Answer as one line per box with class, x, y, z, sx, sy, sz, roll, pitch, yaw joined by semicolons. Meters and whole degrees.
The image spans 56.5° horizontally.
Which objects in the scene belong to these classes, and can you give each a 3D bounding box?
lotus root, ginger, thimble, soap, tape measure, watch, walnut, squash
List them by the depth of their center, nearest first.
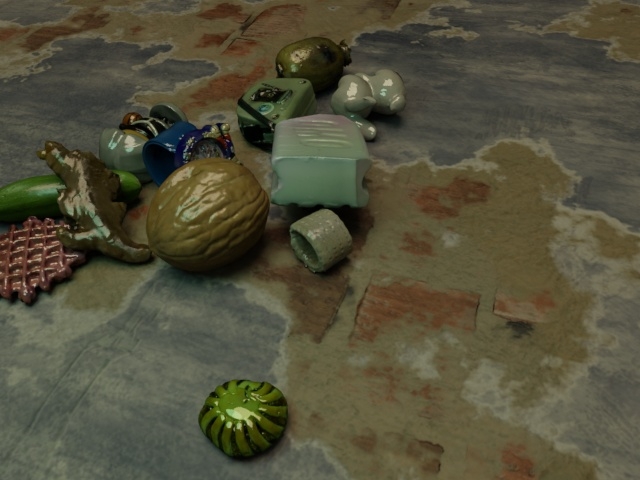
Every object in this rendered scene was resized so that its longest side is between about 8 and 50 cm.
walnut;-0.231;-0.050;1.208;0.261;0.225;0.225;-32;50;-21
thimble;0.000;0.000;1.217;0.090;0.102;0.115;-32;48;-25
ginger;-0.495;-0.078;1.274;0.166;0.080;0.333;-21;78;-22
soap;-0.003;-0.189;1.344;0.208;0.115;0.347;3;26;-3
squash;-0.603;-0.104;1.368;0.378;0.101;0.101;-11;43;-5
watch;-0.301;-0.176;1.382;0.200;0.196;0.171;4;28;39
tape measure;-0.133;-0.335;1.566;0.207;0.115;0.235;8;50;21
lotus root;-0.007;-0.517;1.744;0.278;0.154;0.154;-23;46;-25

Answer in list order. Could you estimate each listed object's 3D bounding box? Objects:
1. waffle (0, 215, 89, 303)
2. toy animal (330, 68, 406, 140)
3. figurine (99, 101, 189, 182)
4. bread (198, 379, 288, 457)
waffle;-0.609;0.035;1.249;0.221;0.056;0.234;20;48;22
toy animal;0.134;-0.373;1.595;0.193;0.128;0.178;-26;49;-26
figurine;-0.451;-0.247;1.488;0.176;0.133;0.236;18;45;15
bread;-0.123;0.276;0.951;0.139;0.071;0.130;21;52;24
